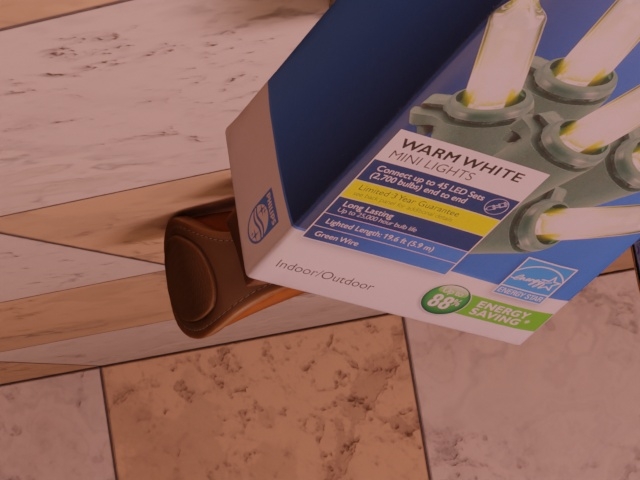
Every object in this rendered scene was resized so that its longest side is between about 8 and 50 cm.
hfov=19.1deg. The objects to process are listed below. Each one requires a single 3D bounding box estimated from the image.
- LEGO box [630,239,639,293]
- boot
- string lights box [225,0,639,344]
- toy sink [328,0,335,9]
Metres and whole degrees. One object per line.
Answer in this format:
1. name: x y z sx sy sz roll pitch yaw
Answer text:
1. LEGO box: 0.547 -0.046 1.466 0.500 0.193 0.372 -6 172 -26
2. boot: 0.000 0.000 1.589 0.220 0.109 0.283 -10 167 -27
3. string lights box: 0.089 -0.073 0.672 0.133 0.076 0.259 14 138 -29
4. toy sink: 0.092 -0.081 0.864 0.153 0.131 0.234 -9 172 -5
